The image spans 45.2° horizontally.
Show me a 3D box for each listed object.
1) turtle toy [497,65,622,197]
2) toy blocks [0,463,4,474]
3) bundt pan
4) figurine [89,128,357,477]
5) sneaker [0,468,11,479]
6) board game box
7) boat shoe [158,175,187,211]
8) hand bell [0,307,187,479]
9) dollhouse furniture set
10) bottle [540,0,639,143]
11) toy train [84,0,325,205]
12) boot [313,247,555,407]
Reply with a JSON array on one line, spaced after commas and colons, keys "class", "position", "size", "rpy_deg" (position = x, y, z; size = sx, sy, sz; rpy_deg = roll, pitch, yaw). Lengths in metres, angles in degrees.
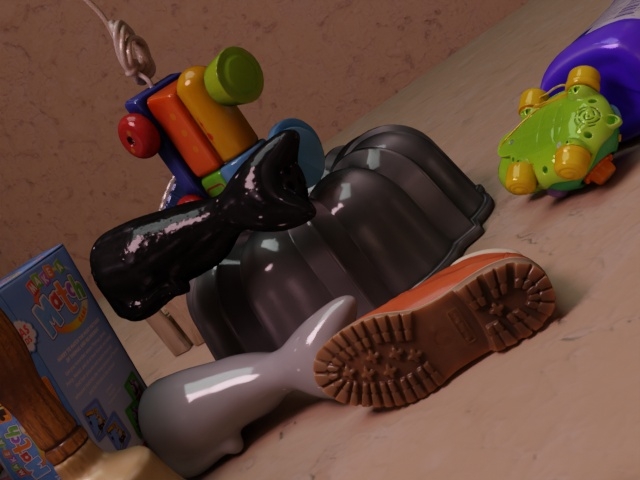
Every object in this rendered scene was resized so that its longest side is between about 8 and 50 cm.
[{"class": "turtle toy", "position": [0.187, -0.073, 0.612], "size": [0.130, 0.066, 0.095], "rpy_deg": [-20, 50, 56]}, {"class": "toy blocks", "position": [-0.426, 0.218, 0.970], "size": [0.261, 0.190, 0.381], "rpy_deg": [-44, -13, -37]}, {"class": "bundt pan", "position": [0.000, 0.000, 0.771], "size": [0.331, 0.124, 0.331], "rpy_deg": [-36, 9, 7]}, {"class": "figurine", "position": [-0.062, 0.051, 0.591], "size": [0.209, 0.215, 0.092], "rpy_deg": [-29, -15, 32]}, {"class": "sneaker", "position": [-0.287, 0.213, 0.840], "size": [0.162, 0.106, 0.281], "rpy_deg": [-44, 13, -21]}, {"class": "board game box", "position": [-0.182, 0.121, 0.569], "size": [0.039, 0.211, 0.160], "rpy_deg": [-23, 12, 11]}, {"class": "boat shoe", "position": [-0.138, -0.022, 0.811], "size": [0.183, 0.066, 0.066], "rpy_deg": [-57, -2, -2]}, {"class": "hand bell", "position": [-0.151, 0.110, 0.437], "size": [0.126, 0.242, 0.126], "rpy_deg": [-35, 11, 8]}, {"class": "dollhouse furniture set", "position": [-0.184, 0.065, 1.089], "size": [0.144, 0.123, 0.151], "rpy_deg": [-29, 13, 36]}, {"class": "bottle", "position": [0.306, -0.191, 0.684], "size": [0.283, 0.092, 0.118], "rpy_deg": [-43, 8, -33]}, {"class": "toy train", "position": [-0.106, -0.127, 0.658], "size": [0.143, 0.248, 0.105], "rpy_deg": [-17, 21, 50]}, {"class": "boot", "position": [0.070, 0.053, 0.496], "size": [0.158, 0.059, 0.084], "rpy_deg": [-26, 9, 13]}]
